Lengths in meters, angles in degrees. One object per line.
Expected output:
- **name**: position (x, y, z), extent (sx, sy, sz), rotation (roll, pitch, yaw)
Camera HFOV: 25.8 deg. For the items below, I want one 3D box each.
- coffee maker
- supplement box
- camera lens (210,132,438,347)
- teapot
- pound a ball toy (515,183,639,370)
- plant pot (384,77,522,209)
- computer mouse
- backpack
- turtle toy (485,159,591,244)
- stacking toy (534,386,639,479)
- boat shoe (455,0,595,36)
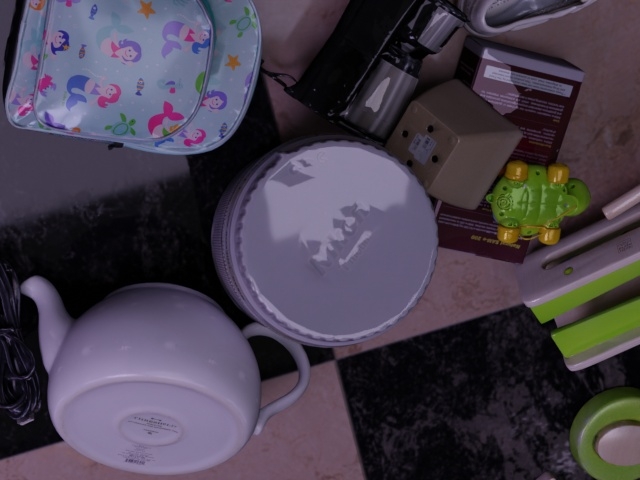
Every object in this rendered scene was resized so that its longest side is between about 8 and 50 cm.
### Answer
- **coffee maker**: position (0.046, -0.215, 1.519), extent (0.171, 0.120, 0.178), rotation (27, 102, -19)
- **supplement box**: position (0.202, -0.103, 1.617), extent (0.130, 0.073, 0.239), rotation (12, 106, -15)
- **camera lens**: position (0.000, 0.000, 1.488), extent (0.219, 0.274, 0.219), rotation (0, 90, -9)
- **teapot**: position (-0.177, 0.134, 1.575), extent (0.252, 0.187, 0.256), rotation (-16, 137, 22)
- **pound a ball toy**: position (0.378, -0.015, 1.618), extent (0.319, 0.136, 0.208), rotation (-28, 119, 18)
- **plant pot**: position (0.132, -0.104, 1.520), extent (0.096, 0.109, 0.109), rotation (-7, 134, -53)
- **computer mouse**: position (-0.447, 0.143, 1.557), extent (0.272, 0.072, 0.188), rotation (-16, 77, 0)
- **backpack**: position (-0.187, -0.200, 1.448), extent (0.253, 0.191, 0.225), rotation (10, 105, -19)
- **turtle toy**: position (0.245, -0.047, 1.571), extent (0.130, 0.066, 0.095), rotation (2, 106, -14)
- **stacking toy**: position (0.416, 0.357, 1.799), extent (0.279, 0.130, 0.309), rotation (36, 99, -21)
- **boat shoe**: position (0.287, -0.300, 1.549), extent (0.277, 0.096, 0.098), rotation (-31, 112, 1)
